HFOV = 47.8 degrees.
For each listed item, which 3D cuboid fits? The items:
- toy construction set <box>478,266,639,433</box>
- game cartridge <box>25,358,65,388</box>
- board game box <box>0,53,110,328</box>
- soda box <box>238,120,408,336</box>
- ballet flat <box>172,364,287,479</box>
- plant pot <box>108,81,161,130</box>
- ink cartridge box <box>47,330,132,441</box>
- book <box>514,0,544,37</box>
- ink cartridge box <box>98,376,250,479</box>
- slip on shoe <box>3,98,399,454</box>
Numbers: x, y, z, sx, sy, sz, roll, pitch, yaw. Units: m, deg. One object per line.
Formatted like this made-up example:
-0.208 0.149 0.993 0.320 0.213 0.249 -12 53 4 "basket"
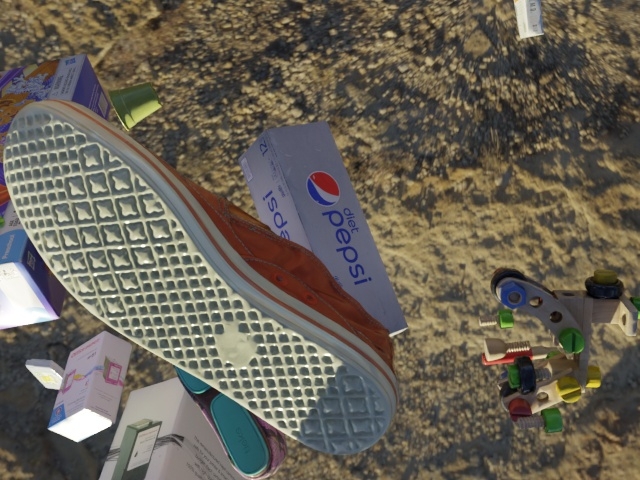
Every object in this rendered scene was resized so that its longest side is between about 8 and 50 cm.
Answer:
0.402 0.165 1.194 0.237 0.309 0.258 -7 80 3 "toy construction set"
-0.455 0.228 1.223 0.056 0.017 0.083 -1 140 13 "game cartridge"
-0.363 -0.051 0.744 0.233 0.347 0.078 -12 133 4 "board game box"
0.000 0.000 0.902 0.091 0.098 0.286 -36 73 54 "soda box"
-0.107 0.165 0.825 0.077 0.079 0.221 -34 78 11 "ballet flat"
-0.347 -0.262 1.367 0.079 0.083 0.083 -24 103 -2 "plant pot"
-0.311 0.197 0.981 0.088 0.122 0.052 -30 128 30 "ink cartridge box"
0.256 -0.329 0.904 0.035 0.096 0.144 -7 103 13 "book"
-0.208 0.374 1.038 0.121 0.289 0.211 -19 124 20 "ink cartridge box"
-0.080 0.021 0.518 0.331 0.101 0.123 37 117 -5 "slip on shoe"
